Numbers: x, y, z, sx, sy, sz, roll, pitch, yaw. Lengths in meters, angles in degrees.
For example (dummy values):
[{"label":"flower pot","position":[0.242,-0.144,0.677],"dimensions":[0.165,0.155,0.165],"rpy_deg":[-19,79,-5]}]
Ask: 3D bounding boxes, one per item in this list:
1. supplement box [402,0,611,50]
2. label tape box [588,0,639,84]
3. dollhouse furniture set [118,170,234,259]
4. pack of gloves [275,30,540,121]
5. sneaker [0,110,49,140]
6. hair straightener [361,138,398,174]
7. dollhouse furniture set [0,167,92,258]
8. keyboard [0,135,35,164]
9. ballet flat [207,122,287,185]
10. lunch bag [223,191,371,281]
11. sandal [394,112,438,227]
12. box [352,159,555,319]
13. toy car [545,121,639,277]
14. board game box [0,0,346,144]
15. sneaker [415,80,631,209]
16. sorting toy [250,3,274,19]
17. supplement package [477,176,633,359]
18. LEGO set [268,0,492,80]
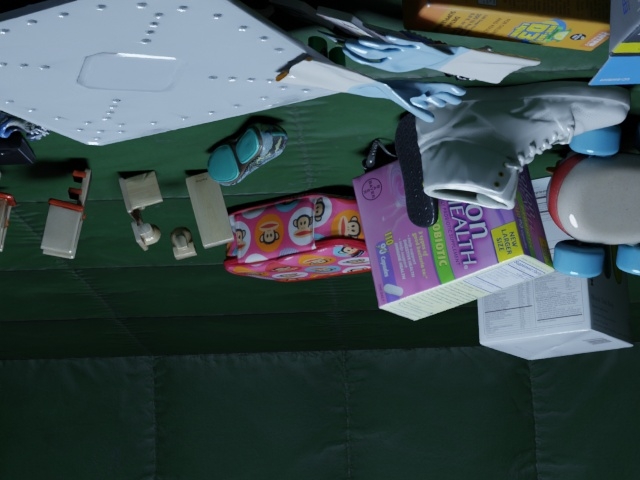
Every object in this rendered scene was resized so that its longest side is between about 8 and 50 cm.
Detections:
[{"label":"supplement box","position":[0.209,-0.263,1.517],"dimensions":[0.233,0.080,0.078],"rpy_deg":[2,166,-17]},{"label":"label tape box","position":[0.431,-0.270,1.417],"dimensions":[0.240,0.106,0.334],"rpy_deg":[-3,165,-12]},{"label":"dollhouse furniture set","position":[-0.226,-0.040,2.256],"dimensions":[0.151,0.144,0.123],"rpy_deg":[-16,170,-2]},{"label":"pack of gloves","position":[0.097,-0.174,1.571],"dimensions":[0.232,0.046,0.195],"rpy_deg":[6,168,-31]},{"label":"sneaker","position":[-0.377,-0.161,1.895],"dimensions":[0.135,0.058,0.052],"rpy_deg":[-4,165,7]},{"label":"hair straightener","position":[0.109,-0.110,2.183],"dimensions":[0.089,0.047,0.230],"rpy_deg":[-12,160,1]},{"label":"dollhouse furniture set","position":[-0.490,-0.063,2.146],"dimensions":[0.259,0.135,0.262],"rpy_deg":[11,171,-6]},{"label":"keyboard","position":[-0.587,-0.138,2.025],"dimensions":[0.317,0.033,0.201],"rpy_deg":[-2,172,-1]},{"label":"ballet flat","position":[-0.103,-0.126,2.052],"dimensions":[0.070,0.070,0.188],"rpy_deg":[7,167,-27]},{"label":"lunch bag","position":[0.000,0.000,2.445],"dimensions":[0.293,0.120,0.258],"rpy_deg":[-10,167,35]},{"label":"sandal","position":[0.146,-0.106,1.999],"dimensions":[0.067,0.179,0.040],"rpy_deg":[16,-148,38]},{"label":"box","position":[0.194,-0.025,2.074],"dimensions":[0.243,0.213,0.117],"rpy_deg":[-21,158,25]},{"label":"toy car","position":[0.400,-0.082,2.078],"dimensions":[0.210,0.219,0.238],"rpy_deg":[-1,-164,-20]},{"label":"board game box","position":[-0.215,-0.210,1.579],"dimensions":[0.390,0.050,0.390],"rpy_deg":[-10,165,26]},{"label":"sneaker","position":[0.276,-0.120,1.888],"dimensions":[0.292,0.169,0.108],"rpy_deg":[-4,163,6]},{"label":"sorting toy","position":[-0.181,-0.248,1.635],"dimensions":[0.208,0.038,0.193],"rpy_deg":[1,166,-24]},{"label":"supplement package","position":[0.389,0.048,2.345],"dimensions":[0.198,0.263,0.199],"rpy_deg":[-11,163,31]},{"label":"LEGO set","position":[0.079,-0.241,1.628],"dimensions":[0.182,0.060,0.244],"rpy_deg":[20,180,32]}]
